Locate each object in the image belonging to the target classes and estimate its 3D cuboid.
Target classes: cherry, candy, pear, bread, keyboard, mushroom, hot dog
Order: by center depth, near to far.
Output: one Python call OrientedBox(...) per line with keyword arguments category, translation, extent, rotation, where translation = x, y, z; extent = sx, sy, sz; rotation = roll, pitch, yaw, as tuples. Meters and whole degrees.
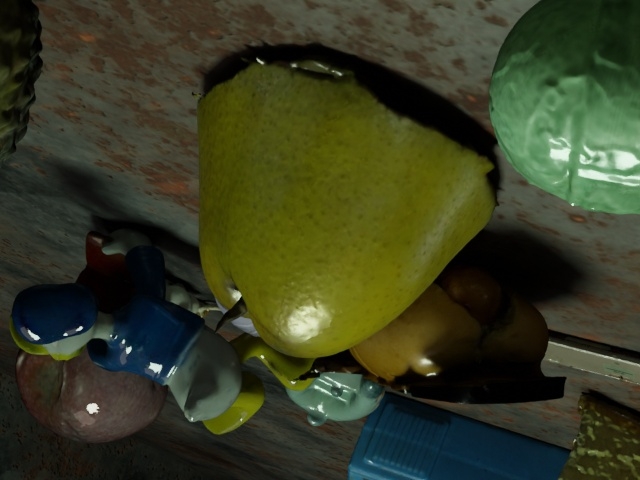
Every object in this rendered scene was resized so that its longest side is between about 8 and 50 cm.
OrientedBox(category="candy", translation=(0.298, -0.050, 0.540), extent=(0.439, 0.119, 0.119), rotation=(8, 159, 14))
OrientedBox(category="pear", translation=(0.000, 0.001, 0.871), extent=(0.267, 0.178, 0.267), rotation=(17, 164, 5))
OrientedBox(category="hot dog", translation=(0.086, 0.074, 1.047), extent=(0.194, 0.107, 0.326), rotation=(1, 178, -35))
OrientedBox(category="keyboard", translation=(0.288, 0.118, 1.120), extent=(0.166, 0.017, 0.055), rotation=(13, 155, 25))
OrientedBox(category="bread", translation=(0.331, 0.250, 1.252), extent=(0.152, 0.147, 0.127), rotation=(5, 144, 26))
OrientedBox(category="mushroom", translation=(-0.047, 0.115, 1.491), extent=(0.286, 0.026, 0.028), rotation=(12, 175, 23))
OrientedBox(category="cherry", translation=(-0.346, 0.209, 1.839), extent=(0.239, 0.206, 0.239), rotation=(-2, -172, 0))

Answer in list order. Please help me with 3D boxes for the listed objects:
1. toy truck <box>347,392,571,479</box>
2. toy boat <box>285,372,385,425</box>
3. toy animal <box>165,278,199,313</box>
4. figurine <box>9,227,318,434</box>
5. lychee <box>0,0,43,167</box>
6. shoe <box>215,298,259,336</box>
OrientedBox(category="toy truck", translation=(0.231, 0.343, 1.600), extent=(0.385, 0.161, 0.162), rotation=(17, 152, 19))
OrientedBox(category="toy boat", translation=(0.013, 0.203, 1.581), extent=(0.134, 0.079, 0.208), rotation=(21, 161, -6))
OrientedBox(category="toy animal", translation=(-0.200, 0.084, 1.498), extent=(0.071, 0.085, 0.124), rotation=(46, 150, -14))
OrientedBox(category="figurine", translation=(-0.202, 0.076, 1.279), extent=(0.283, 0.204, 0.338), rotation=(46, -164, 33))
OrientedBox(category="lychee", translation=(-0.322, -0.124, 0.780), extent=(0.255, 0.274, 0.255), rotation=(20, 131, 25))
OrientedBox(category="shoe", translation=(-0.066, 0.020, 1.139), extent=(0.137, 0.095, 0.245), rotation=(33, 156, -20))
